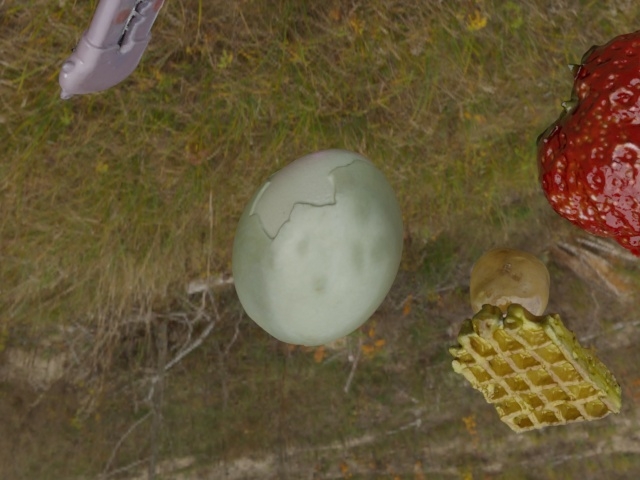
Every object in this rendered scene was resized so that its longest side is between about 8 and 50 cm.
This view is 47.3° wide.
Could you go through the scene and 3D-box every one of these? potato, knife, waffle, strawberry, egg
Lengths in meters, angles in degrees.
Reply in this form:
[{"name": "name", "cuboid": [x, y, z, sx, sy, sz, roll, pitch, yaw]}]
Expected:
[{"name": "potato", "cuboid": [0.288, 0.070, 1.115, 0.119, 0.178, 0.109, 13, 118, 8]}, {"name": "knife", "cuboid": [-0.131, -0.253, 0.620, 0.132, 0.038, 0.399, -28, 169, -45]}, {"name": "waffle", "cuboid": [0.260, 0.159, 0.941, 0.161, 0.055, 0.211, -27, 119, 39]}, {"name": "strawberry", "cuboid": [0.395, -0.088, 0.824, 0.258, 0.276, 0.257, -18, 141, -16]}, {"name": "egg", "cuboid": [0.000, 0.000, 1.206, 0.279, 0.278, 0.336, 14, 120, -19]}]
